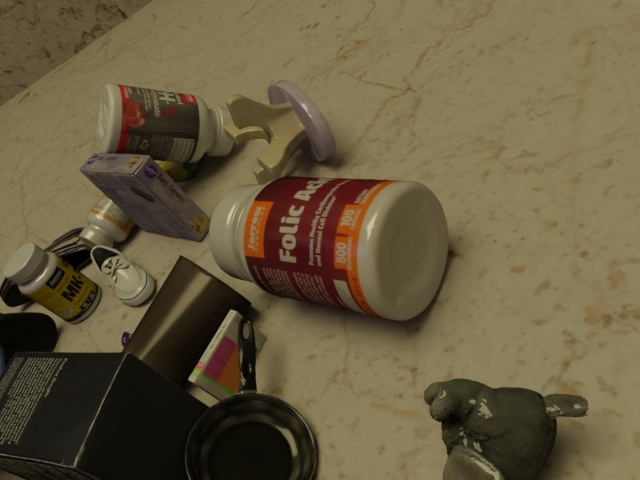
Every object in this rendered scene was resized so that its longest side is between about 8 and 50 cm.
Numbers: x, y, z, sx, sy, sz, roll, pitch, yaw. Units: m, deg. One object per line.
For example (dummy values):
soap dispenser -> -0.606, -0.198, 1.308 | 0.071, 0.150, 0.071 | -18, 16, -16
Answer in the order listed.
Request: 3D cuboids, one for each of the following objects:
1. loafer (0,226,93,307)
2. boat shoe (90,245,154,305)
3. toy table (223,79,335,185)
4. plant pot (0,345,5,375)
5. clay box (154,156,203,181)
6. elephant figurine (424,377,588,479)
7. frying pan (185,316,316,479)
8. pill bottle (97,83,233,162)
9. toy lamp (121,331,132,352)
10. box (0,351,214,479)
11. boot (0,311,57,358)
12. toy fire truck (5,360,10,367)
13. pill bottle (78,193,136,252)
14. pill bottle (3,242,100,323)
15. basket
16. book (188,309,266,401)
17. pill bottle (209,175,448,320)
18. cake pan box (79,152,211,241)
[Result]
loafer -> -0.741, 0.084, 1.673 | 0.303, 0.109, 0.095 | -39, 44, -2
boat shoe -> -0.493, 0.080, 1.495 | 0.258, 0.084, 0.095 | 20, 68, 46
toy table -> -0.100, -0.239, 1.385 | 0.161, 0.252, 0.274 | -30, 29, -14
plant pot -> -0.786, 0.318, 1.208 | 0.212, 0.236, 0.235 | -35, 52, 12
clay box -> -0.430, -0.222, 1.744 | 0.222, 0.053, 0.127 | -6, 51, 35
elephant figurine -> 0.192, 0.300, 0.742 | 0.170, 0.186, 0.239 | 14, 67, -4
frying pan -> -0.137, 0.284, 0.980 | 0.197, 0.053, 0.326 | -18, 52, -24
pill bottle -> -0.388, -0.289, 1.563 | 0.176, 0.319, 0.176 | -3, 86, 59
toy lamp -> -0.453, 0.321, 1.257 | 0.080, 0.080, 0.274 | 12, 60, 44
box -> -0.340, 0.321, 0.999 | 0.294, 0.296, 0.182 | -6, 51, 33
boot -> -0.870, 0.230, 1.464 | 0.284, 0.378, 0.138 | -13, 77, 35
toy fire truck -> -0.626, 0.381, 1.304 | 0.247, 0.158, 0.216 | 12, 66, 21
pill bottle -> -0.546, -0.069, 1.646 | 0.118, 0.117, 0.208 | 8, 60, 42
pill bottle -> -0.652, 0.104, 1.501 | 0.119, 0.208, 0.119 | -21, 44, 22
basket -> -0.272, 0.167, 1.202 | 0.204, 0.154, 0.226 | 23, 74, 48
book -> -0.166, 0.211, 1.115 | 0.035, 0.096, 0.144 | 10, 60, 43
pill bottle -> 0.000, 0.000, 1.079 | 0.392, 0.224, 0.224 | 6, 59, 41
cake pan box -> -0.423, -0.105, 1.486 | 0.267, 0.245, 0.070 | 8, 56, 43
